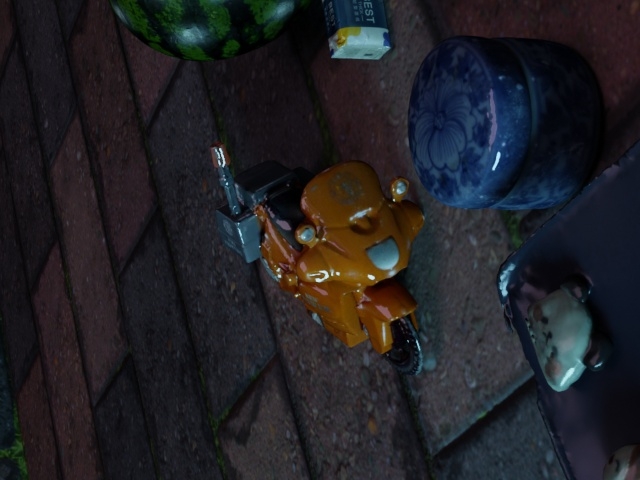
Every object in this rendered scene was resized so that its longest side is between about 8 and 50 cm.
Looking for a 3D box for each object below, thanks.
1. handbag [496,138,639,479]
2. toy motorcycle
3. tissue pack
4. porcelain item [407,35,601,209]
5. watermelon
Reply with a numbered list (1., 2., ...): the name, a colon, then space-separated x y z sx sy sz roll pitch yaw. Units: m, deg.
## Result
1. handbag: 0.274 0.068 0.840 0.329 0.122 0.303 -55 44 47
2. toy motorcycle: 0.000 0.000 1.339 0.326 0.148 0.221 34 144 50
3. tissue pack: 0.037 -0.234 1.330 0.042 0.062 0.083 144 121 -63
4. porcelain item: 0.149 -0.099 1.070 0.147 0.114 0.147 2 92 63
5. watermelon: -0.117 -0.330 1.417 0.269 0.269 0.269 6 97 62
